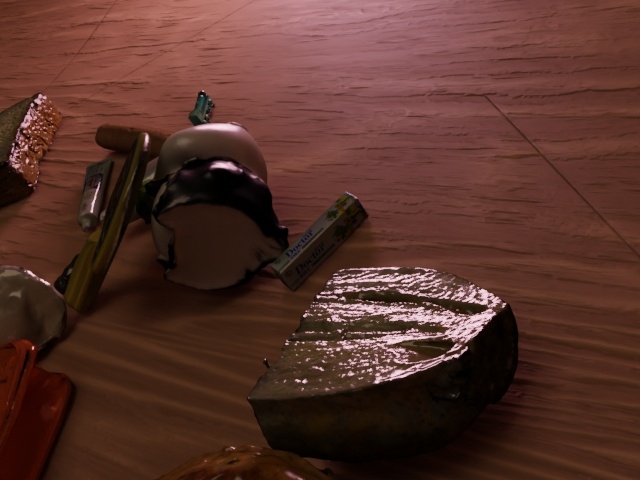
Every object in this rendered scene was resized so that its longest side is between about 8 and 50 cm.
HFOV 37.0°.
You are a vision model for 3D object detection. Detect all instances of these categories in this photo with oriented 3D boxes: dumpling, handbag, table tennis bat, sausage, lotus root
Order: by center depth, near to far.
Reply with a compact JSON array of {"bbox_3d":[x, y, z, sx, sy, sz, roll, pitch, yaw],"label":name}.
[{"bbox_3d":[0.099,0.144,1.093,0.260,0.149,0.267,-6,28,28],"label":"lotus root"},{"bbox_3d":[-0.550,0.349,1.398,0.303,0.116,0.410,-16,42,26],"label":"handbag"},{"bbox_3d":[-0.337,-0.016,1.510,0.224,0.054,0.369,-89,24,-45],"label":"table tennis bat"},{"bbox_3d":[-0.548,0.127,1.595,0.247,0.173,0.142,-19,11,-1],"label":"dumpling"},{"bbox_3d":[-0.346,-0.192,1.864,0.301,0.066,0.066,17,61,44],"label":"sausage"}]

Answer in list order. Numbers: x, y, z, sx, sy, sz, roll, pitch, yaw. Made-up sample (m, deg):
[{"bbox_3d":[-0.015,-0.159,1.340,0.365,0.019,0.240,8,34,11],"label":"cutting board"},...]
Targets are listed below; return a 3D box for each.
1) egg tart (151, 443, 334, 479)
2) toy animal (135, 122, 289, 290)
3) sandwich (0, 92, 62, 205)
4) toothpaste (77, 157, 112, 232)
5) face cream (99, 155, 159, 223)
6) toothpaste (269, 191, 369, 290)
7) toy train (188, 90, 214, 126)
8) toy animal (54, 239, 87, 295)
[{"bbox_3d":[-0.114,0.412,0.939,0.443,0.178,0.443,-23,37,18],"label":"egg tart"},{"bbox_3d":[-0.176,-0.062,1.466,0.212,0.212,0.267,-31,38,7],"label":"toy animal"},{"bbox_3d":[-0.719,-0.179,2.113,0.249,0.095,0.273,-19,39,21],"label":"sandwich"},{"bbox_3d":[-0.441,-0.090,1.850,0.060,0.038,0.233,-22,36,12],"label":"toothpaste"},{"bbox_3d":[-0.273,-0.095,1.669,0.251,0.101,0.101,-30,37,9],"label":"face cream"},{"bbox_3d":[0.000,0.000,1.399,0.164,0.046,0.034,-44,41,-11],"label":"toothpaste"},{"bbox_3d":[-0.232,-0.252,1.851,0.029,0.045,0.092,-15,44,23],"label":"toy train"},{"bbox_3d":[-0.414,0.042,1.678,0.065,0.047,0.136,9,61,53],"label":"toy animal"}]
